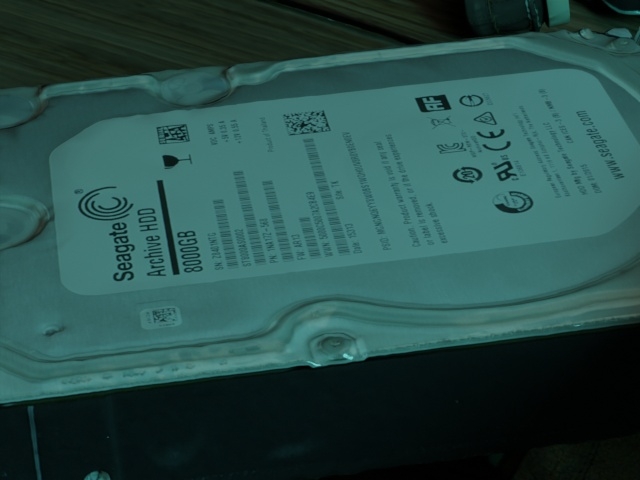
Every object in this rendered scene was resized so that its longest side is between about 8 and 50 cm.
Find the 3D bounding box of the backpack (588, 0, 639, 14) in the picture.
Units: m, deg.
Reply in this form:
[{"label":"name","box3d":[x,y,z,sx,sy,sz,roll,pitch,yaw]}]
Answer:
[{"label":"backpack","box3d":[0.272,-0.238,1.345,0.188,0.144,0.166,5,26,-27]}]

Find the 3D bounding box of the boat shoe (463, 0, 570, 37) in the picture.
[{"label":"boat shoe","box3d":[0.107,-0.206,1.258,0.068,0.081,0.228,-16,32,-1]}]

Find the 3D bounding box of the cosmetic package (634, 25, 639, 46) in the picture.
[{"label":"cosmetic package","box3d":[0.315,-0.090,1.195,0.239,0.060,0.099,-2,36,-32]}]

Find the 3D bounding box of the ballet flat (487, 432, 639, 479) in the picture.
[{"label":"ballet flat","box3d":[0.169,0.037,0.865,0.106,0.108,0.316,27,40,7]}]

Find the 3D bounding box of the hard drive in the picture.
[{"label":"hard drive","box3d":[0.000,0.000,0.764,0.338,0.064,0.237,-7,33,-6]}]
